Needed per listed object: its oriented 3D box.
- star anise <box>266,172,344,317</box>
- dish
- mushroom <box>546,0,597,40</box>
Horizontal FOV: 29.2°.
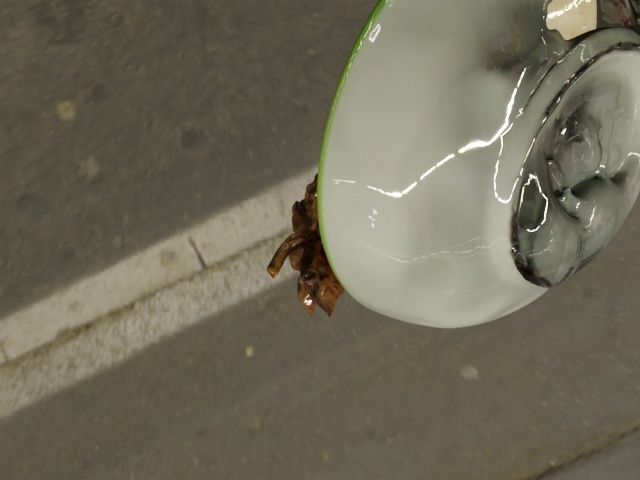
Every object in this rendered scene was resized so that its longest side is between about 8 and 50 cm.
[{"bbox_3d":[0.006,-0.003,1.571,0.111,0.212,0.196,32,99,-15],"label":"star anise"},{"bbox_3d":[0.154,-0.068,0.862,0.324,0.124,0.324,-29,134,-36],"label":"dish"},{"bbox_3d":[0.230,-0.288,1.374,0.207,0.207,0.215,-5,71,-5],"label":"mushroom"}]
